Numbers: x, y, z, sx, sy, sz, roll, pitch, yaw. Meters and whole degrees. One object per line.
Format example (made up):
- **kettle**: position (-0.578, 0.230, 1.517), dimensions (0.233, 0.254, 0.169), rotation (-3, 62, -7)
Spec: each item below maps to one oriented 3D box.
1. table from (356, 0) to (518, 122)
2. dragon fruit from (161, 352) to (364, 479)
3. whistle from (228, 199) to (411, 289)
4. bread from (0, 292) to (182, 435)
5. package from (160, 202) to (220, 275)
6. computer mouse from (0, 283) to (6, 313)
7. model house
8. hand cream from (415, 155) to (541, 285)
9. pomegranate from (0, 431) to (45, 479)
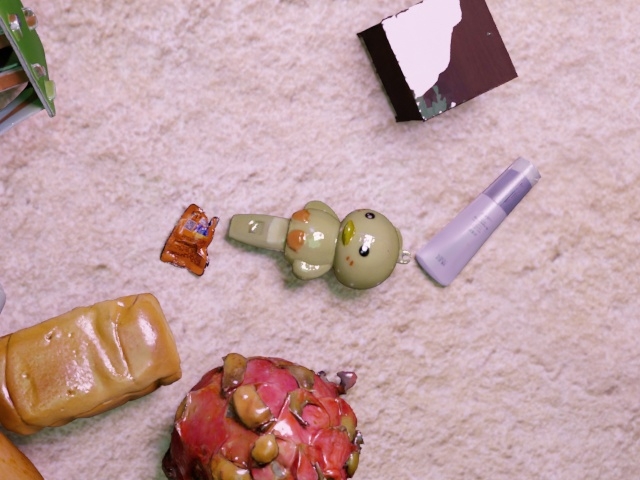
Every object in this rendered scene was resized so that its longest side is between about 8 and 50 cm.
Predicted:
- **table**: position (0.183, -0.299, 1.795), dimensions (0.172, 0.193, 0.169), rotation (-26, 98, -6)
- **dragon fruit**: position (-0.084, 0.322, 1.769), dimensions (0.296, 0.263, 0.314), rotation (29, 90, -10)
- **whistle**: position (0.004, -0.003, 1.821), dimensions (0.294, 0.141, 0.141), rotation (14, 92, -10)
- **bread**: position (-0.372, 0.194, 1.769), dimensions (0.294, 0.132, 0.167), rotation (-18, 81, -7)
- **package**: position (-0.207, -0.001, 1.838), dimensions (0.077, 0.033, 0.111), rotation (24, 95, -20)
- **computer mouse**: position (-0.591, 0.170, 1.721), dimensions (0.097, 0.159, 0.288), rotation (37, 89, 16)
- **model house**: position (-0.569, -0.245, 1.578), dimensions (0.323, 0.340, 0.300), rotation (-20, 138, 0)
- **hand cream**: position (0.271, -0.034, 1.907), dimensions (0.079, 0.048, 0.255), rotation (44, 90, -5)
- **pomegranate**: position (-0.596, 0.445, 1.639), dimensions (0.416, 0.416, 0.417), rotation (-1, 95, -9)
